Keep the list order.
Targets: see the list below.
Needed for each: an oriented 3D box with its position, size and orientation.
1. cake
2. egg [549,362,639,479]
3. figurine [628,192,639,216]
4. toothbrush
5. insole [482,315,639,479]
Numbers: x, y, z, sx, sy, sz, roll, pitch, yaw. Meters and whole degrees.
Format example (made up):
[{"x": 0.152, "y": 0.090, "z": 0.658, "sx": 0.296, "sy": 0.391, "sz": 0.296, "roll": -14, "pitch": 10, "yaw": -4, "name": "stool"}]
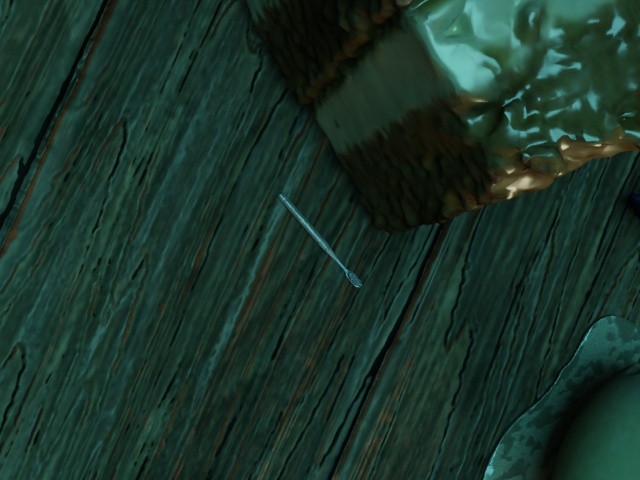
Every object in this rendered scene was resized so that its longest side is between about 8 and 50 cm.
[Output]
[{"x": 0.109, "y": -0.180, "z": 0.644, "sx": 0.255, "sy": 0.282, "sz": 0.290, "roll": -29, "pitch": 91, "yaw": -15, "name": "cake"}, {"x": 0.255, "y": 0.210, "z": 0.714, "sx": 0.183, "sy": 0.183, "sz": 0.217, "roll": 25, "pitch": 92, "yaw": -9, "name": "egg"}, {"x": 0.373, "y": -0.079, "z": 0.763, "sx": 0.164, "sy": 0.121, "sz": 0.262, "roll": 31, "pitch": 83, "yaw": -5, "name": "figurine"}, {"x": 0.000, "y": 0.000, "z": 0.753, "sx": 0.006, "sy": 0.008, "sz": 0.097, "roll": -43, "pitch": 97, "yaw": -11, "name": "toothbrush"}, {"x": 0.198, "y": 0.144, "z": 0.790, "sx": 0.065, "sy": 0.006, "sz": 0.193, "roll": 38, "pitch": 84, "yaw": -8, "name": "insole"}]
